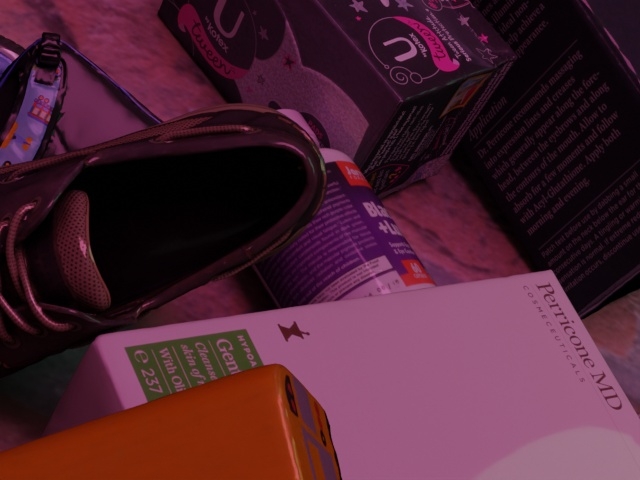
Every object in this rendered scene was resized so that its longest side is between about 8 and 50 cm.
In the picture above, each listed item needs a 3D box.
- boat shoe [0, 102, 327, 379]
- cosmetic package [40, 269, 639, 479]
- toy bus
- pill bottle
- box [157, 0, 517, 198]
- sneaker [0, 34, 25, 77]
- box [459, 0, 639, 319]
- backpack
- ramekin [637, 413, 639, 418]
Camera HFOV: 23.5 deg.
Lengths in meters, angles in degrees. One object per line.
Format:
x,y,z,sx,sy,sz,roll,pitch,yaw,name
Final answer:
-0.161,0.002,0.932,0.355,0.130,0.132,-26,93,-10,boat shoe
0.025,0.153,0.998,0.365,0.155,0.197,-9,57,-34,cosmetic package
-0.148,0.172,0.769,0.333,0.130,0.108,-19,64,9,toy bus
0.000,0.000,1.146,0.108,0.108,0.193,-14,62,-38,pill bottle
0.005,-0.167,1.255,0.142,0.163,0.247,-23,67,-38,box
-0.301,-0.107,1.091,0.211,0.080,0.081,2,58,-17,sneaker
0.264,-0.180,1.341,0.293,0.212,0.395,-20,73,-36,box
-0.184,-0.028,1.054,0.158,0.117,0.173,38,79,-6,backpack
0.337,0.218,1.147,0.273,0.127,0.273,16,47,-18,ramekin
